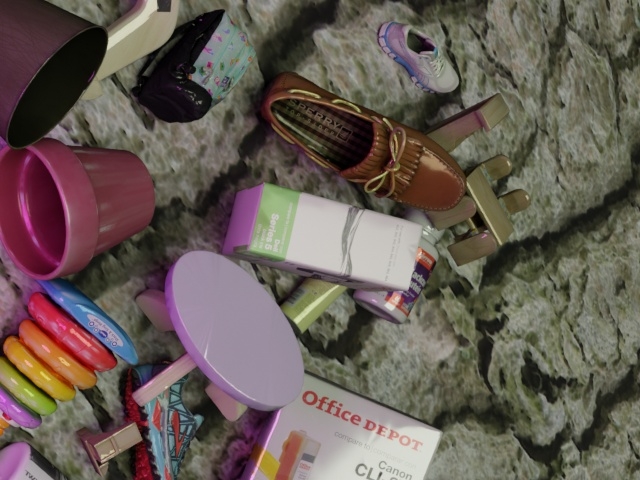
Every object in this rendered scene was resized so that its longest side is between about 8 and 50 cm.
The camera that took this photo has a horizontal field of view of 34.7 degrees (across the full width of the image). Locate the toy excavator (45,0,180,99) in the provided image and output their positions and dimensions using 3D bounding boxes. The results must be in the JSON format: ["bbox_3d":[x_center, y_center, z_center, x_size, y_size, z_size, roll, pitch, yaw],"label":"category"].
[{"bbox_3d":[-0.212,-0.443,1.527,0.432,0.222,0.445,-8,109,-30],"label":"toy excavator"}]

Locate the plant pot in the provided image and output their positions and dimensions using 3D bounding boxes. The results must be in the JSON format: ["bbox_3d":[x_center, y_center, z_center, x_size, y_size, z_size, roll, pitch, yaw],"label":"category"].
[{"bbox_3d":[-0.351,-0.057,1.496,0.180,0.201,0.201,-16,105,-46],"label":"plant pot"}]

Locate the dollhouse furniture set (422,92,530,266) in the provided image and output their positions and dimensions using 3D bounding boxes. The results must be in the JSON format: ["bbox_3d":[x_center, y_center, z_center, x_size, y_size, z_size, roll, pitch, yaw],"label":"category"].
[{"bbox_3d":[0.296,-0.115,1.850,0.242,0.161,0.212,60,37,-8],"label":"dollhouse furniture set"}]

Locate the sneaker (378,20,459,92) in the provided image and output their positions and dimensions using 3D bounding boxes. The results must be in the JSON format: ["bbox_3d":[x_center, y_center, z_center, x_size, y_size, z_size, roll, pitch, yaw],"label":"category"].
[{"bbox_3d":[0.192,-0.327,1.852,0.190,0.083,0.071,32,78,-32],"label":"sneaker"}]

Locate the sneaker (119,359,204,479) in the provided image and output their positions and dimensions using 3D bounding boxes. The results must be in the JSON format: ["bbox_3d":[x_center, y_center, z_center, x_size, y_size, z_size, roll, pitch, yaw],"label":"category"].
[{"bbox_3d":[-0.237,0.322,1.657,0.125,0.104,0.262,-13,103,-32],"label":"sneaker"}]

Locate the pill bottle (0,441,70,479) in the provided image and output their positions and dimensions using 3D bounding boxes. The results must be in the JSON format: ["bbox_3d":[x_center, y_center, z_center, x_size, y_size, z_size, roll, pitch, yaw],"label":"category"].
[{"bbox_3d":[-0.406,0.426,1.549,0.130,0.130,0.246,-49,118,-17],"label":"pill bottle"}]

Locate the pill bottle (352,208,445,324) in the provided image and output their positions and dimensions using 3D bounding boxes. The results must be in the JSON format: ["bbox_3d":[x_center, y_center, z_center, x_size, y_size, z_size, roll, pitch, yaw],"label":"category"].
[{"bbox_3d":[0.148,0.045,1.856,0.108,0.108,0.194,35,78,-30],"label":"pill bottle"}]

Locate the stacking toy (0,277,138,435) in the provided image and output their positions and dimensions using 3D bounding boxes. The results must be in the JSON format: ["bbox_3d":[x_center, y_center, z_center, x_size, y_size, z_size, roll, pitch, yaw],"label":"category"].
[{"bbox_3d":[-0.430,0.208,1.500,0.302,0.165,0.175,-48,118,-11],"label":"stacking toy"}]

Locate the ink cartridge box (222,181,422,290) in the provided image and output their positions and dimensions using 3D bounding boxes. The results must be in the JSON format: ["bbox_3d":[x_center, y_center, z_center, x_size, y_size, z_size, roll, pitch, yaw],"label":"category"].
[{"bbox_3d":[0.000,0.000,1.663,0.272,0.198,0.115,15,83,-16],"label":"ink cartridge box"}]

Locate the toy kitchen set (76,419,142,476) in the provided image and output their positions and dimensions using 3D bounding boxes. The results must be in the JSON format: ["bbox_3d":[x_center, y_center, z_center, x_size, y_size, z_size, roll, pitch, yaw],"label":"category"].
[{"bbox_3d":[-0.327,0.322,1.611,0.075,0.083,0.068,-28,110,-27],"label":"toy kitchen set"}]

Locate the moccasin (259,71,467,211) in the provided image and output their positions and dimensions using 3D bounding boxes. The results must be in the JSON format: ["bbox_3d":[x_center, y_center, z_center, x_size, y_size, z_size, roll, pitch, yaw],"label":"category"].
[{"bbox_3d":[0.077,-0.155,1.701,0.380,0.147,0.139,33,108,-15],"label":"moccasin"}]

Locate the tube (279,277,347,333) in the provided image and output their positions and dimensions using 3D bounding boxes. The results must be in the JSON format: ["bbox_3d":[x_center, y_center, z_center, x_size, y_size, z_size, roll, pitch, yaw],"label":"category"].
[{"bbox_3d":[0.026,0.061,1.804,0.070,0.062,0.240,46,74,-11],"label":"tube"}]

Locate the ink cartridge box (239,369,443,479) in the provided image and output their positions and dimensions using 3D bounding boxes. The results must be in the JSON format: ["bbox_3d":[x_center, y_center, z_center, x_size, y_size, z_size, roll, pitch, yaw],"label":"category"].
[{"bbox_3d":[0.002,0.439,1.728,0.279,0.160,0.385,23,82,-3],"label":"ink cartridge box"}]

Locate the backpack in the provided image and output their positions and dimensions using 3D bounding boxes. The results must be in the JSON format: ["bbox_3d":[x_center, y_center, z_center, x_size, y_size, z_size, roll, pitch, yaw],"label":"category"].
[{"bbox_3d":[-0.187,-0.271,1.599,0.115,0.152,0.182,49,59,-33],"label":"backpack"}]

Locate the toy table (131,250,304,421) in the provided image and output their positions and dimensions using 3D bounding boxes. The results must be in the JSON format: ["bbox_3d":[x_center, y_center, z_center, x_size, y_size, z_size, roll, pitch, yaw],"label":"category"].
[{"bbox_3d":[-0.168,0.163,1.601,0.252,0.161,0.274,-24,83,-44],"label":"toy table"}]

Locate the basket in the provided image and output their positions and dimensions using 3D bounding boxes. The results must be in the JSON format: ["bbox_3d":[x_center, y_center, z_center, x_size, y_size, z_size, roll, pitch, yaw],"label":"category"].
[{"bbox_3d":[-0.438,-0.265,1.375,0.227,0.154,0.204,34,77,8],"label":"basket"}]
